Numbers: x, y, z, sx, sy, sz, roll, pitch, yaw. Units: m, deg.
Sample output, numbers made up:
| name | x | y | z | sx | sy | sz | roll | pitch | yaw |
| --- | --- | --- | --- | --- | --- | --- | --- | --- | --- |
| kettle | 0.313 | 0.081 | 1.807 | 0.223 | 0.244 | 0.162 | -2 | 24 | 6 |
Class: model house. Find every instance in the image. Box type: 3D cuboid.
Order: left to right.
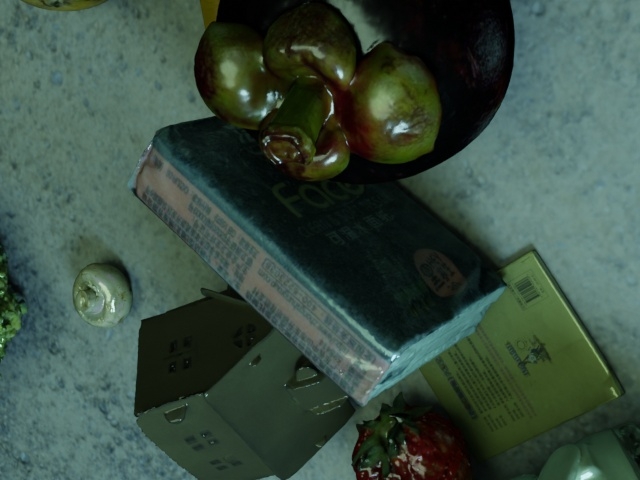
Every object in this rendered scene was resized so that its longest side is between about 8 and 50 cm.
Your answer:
| name | x | y | z | sx | sy | sz | roll | pitch | yaw |
| --- | --- | --- | --- | --- | --- | --- | --- | --- | --- |
| model house | -0.047 | 0.127 | 1.168 | 0.243 | 0.204 | 0.211 | -18 | 140 | 14 |

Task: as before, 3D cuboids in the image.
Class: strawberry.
| name | x | y | z | sx | sy | sz | roll | pitch | yaw |
| --- | --- | --- | --- | --- | --- | --- | --- | --- | --- |
| strawberry | 0.109 | 0.243 | 1.143 | 0.148 | 0.131 | 0.131 | 34 | 127 | -19 |

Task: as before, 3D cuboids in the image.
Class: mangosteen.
| name | x | y | z | sx | sy | sz | roll | pitch | yaw |
| --- | --- | --- | --- | --- | --- | --- | --- | --- | --- |
| mangosteen | 0.024 | -0.156 | 0.950 | 0.275 | 0.302 | 0.275 | 13 | 129 | 17 |

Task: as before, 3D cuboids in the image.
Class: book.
| name | x | y | z | sx | sy | sz | roll | pitch | yaw |
| --- | --- | --- | --- | --- | --- | --- | --- | --- | --- |
| book | 0.189 | 0.124 | 1.109 | 0.192 | 0.013 | 0.168 | -35 | 85 | 35 |

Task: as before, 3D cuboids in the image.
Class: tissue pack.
| name | x | y | z | sx | sy | sz | roll | pitch | yaw |
| --- | --- | --- | --- | --- | --- | --- | --- | --- | --- |
| tissue pack | 0.000 | 0.000 | 1.051 | 0.316 | 0.228 | 0.103 | 42 | 122 | 18 |

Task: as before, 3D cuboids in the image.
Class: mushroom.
| name | x | y | z | sx | sy | sz | roll | pitch | yaw |
| --- | --- | --- | --- | --- | --- | --- | --- | --- | --- |
| mushroom | -0.276 | 0.069 | 1.353 | 0.084 | 0.067 | 0.083 | 7 | 103 | 34 |

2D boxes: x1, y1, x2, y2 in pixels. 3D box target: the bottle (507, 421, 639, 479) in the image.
| name | x | y | z | sx | sy | sz | roll | pitch | yaw |
| --- | --- | --- | --- | --- | --- | --- | --- | --- | --- |
| bottle | 0.211 | 0.320 | 1.004 | 0.352 | 0.229 | 0.229 | -38 | 83 | 18 |

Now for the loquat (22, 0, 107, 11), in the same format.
| name | x | y | z | sx | sy | sz | roll | pitch | yaw |
| --- | --- | --- | --- | --- | --- | --- | --- | --- | --- |
| loquat | -0.277 | -0.328 | 1.180 | 0.204 | 0.149 | 0.172 | 38 | 116 | 4 |

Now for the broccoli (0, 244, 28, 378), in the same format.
| name | x | y | z | sx | sy | sz | roll | pitch | yaw |
| --- | --- | --- | --- | --- | --- | --- | --- | --- | --- |
| broccoli | -0.511 | 0.086 | 1.420 | 0.288 | 0.235 | 0.260 | 63 | 160 | -10 |

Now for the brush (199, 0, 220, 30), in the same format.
| name | x | y | z | sx | sy | sz | roll | pitch | yaw |
| --- | --- | --- | --- | --- | --- | --- | --- | --- | --- |
| brush | -0.119 | -0.267 | 1.181 | 0.103 | 0.013 | 0.272 | -5 | 103 | 34 |
